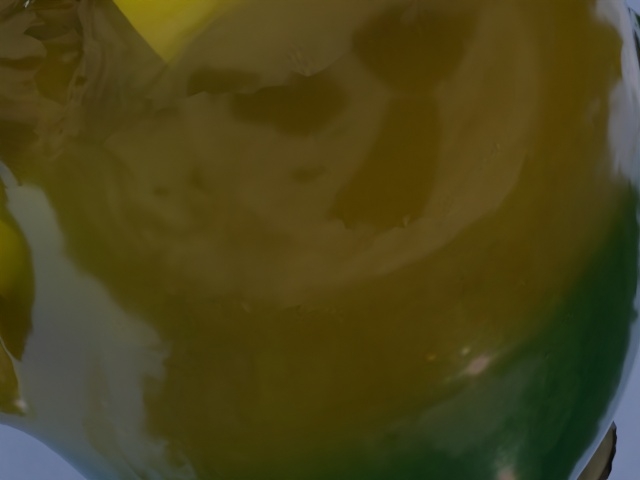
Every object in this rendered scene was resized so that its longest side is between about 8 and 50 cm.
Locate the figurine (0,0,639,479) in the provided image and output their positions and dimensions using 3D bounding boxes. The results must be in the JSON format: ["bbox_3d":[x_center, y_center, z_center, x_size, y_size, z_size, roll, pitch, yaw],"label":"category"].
[{"bbox_3d":[0.000,0.000,0.565,0.323,0.231,0.340,-30,-34,-8],"label":"figurine"}]
